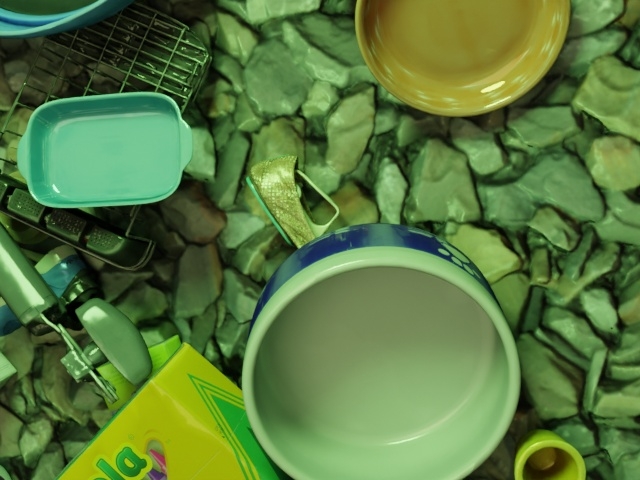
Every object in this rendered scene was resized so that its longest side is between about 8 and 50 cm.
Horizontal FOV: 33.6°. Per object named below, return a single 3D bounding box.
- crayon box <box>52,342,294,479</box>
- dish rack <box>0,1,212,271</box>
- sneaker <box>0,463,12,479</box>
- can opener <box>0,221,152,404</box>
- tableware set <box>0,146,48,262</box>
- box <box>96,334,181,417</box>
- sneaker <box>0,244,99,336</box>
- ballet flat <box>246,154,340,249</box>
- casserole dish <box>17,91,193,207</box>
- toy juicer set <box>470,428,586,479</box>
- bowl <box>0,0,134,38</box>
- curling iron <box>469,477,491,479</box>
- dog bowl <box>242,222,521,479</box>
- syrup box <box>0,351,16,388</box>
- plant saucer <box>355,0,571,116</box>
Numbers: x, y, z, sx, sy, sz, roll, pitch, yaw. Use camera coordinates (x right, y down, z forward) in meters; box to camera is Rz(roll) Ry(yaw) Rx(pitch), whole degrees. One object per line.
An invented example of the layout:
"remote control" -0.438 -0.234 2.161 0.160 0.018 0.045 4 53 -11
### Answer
"crayon box" -0.154 0.342 1.171 0.313 0.106 0.363 41 115 -5
"dish rack" -0.239 -0.125 1.147 0.208 0.074 0.272 24 90 11
"sneaker" -0.399 0.387 1.304 0.083 0.098 0.224 -28 91 22
"can opener" -0.292 0.058 1.166 0.095 0.076 0.283 -37 76 -11
"tableware set" -0.398 -0.052 1.244 0.194 0.039 0.128 18 106 15
"box" -0.179 0.210 1.222 0.109 0.042 0.178 -22 92 22
"sneaker" -0.320 0.083 1.235 0.152 0.058 0.085 -42 77 15
"ballet flat" 0.000 0.000 1.105 0.067 0.073 0.206 -31 94 8
"casserole dish" -0.215 -0.089 1.083 0.188 0.037 0.114 -3 85 12
"toy juicer set" 0.212 0.369 1.062 0.209 0.089 0.329 -24 98 5
"bowl" -0.292 -0.400 1.088 0.391 0.077 0.391 1 92 18
"curling iron" 0.212 0.381 1.125 0.068 0.035 0.274 -17 95 21
"dog bowl" 0.057 0.120 1.043 0.264 0.104 0.265 0 111 0
"syrup box" -0.492 0.110 1.280 0.093 0.096 0.237 -43 86 22
"plant saucer" 0.132 -0.213 0.995 0.199 0.037 0.200 0 122 0
